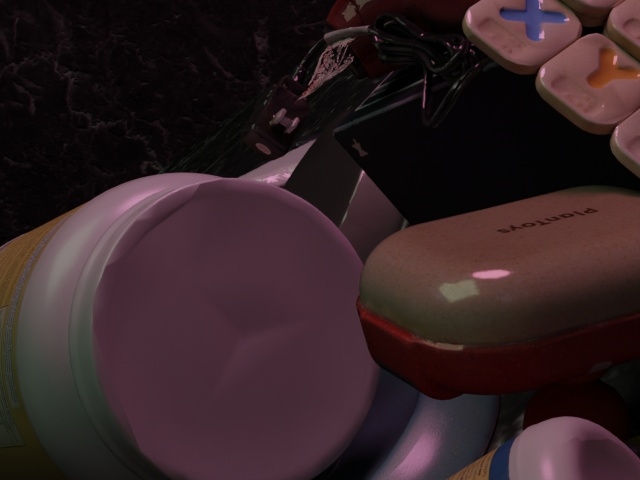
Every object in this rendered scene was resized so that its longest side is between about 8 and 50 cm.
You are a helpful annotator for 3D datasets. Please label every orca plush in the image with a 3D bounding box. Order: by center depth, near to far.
[{"bbox_3d":[-0.011,-0.045,1.705,0.287,0.102,0.151,-30,22,-31],"label":"orca plush"}]

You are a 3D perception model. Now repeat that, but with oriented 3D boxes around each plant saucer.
[{"bbox_3d":[-0.012,0.183,1.059,0.317,0.044,0.317,-39,12,10],"label":"plant saucer"}]

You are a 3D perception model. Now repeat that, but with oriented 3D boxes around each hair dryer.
[{"bbox_3d":[0.090,-0.157,1.086,0.223,0.080,0.293,-7,40,40],"label":"hair dryer"}]

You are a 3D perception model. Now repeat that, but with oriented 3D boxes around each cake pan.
[{"bbox_3d":[0.000,0.000,1.383,0.293,0.054,0.293,-55,17,26],"label":"cake pan"}]

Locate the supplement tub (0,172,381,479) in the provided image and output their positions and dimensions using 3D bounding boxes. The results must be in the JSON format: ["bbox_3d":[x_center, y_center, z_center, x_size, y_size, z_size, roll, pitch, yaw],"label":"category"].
[{"bbox_3d":[-0.124,0.084,1.077,0.241,0.241,0.331,-47,14,-26],"label":"supplement tub"}]

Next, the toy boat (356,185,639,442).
[{"bbox_3d":[0.139,0.059,0.820,0.231,0.151,0.151,-13,17,-22],"label":"toy boat"}]

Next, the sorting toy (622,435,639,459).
[{"bbox_3d":[0.177,0.116,0.756,0.075,0.045,0.083,-20,15,3],"label":"sorting toy"}]

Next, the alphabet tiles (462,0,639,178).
[{"bbox_3d":[0.229,-0.142,0.921,0.278,0.284,0.021,-35,-22,-35],"label":"alphabet tiles"}]

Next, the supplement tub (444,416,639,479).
[{"bbox_3d":[0.060,0.180,0.621,0.199,0.144,0.144,-36,13,22],"label":"supplement tub"}]

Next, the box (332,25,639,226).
[{"bbox_3d":[0.215,-0.139,1.155,0.294,0.183,0.296,-47,15,-26],"label":"box"}]
